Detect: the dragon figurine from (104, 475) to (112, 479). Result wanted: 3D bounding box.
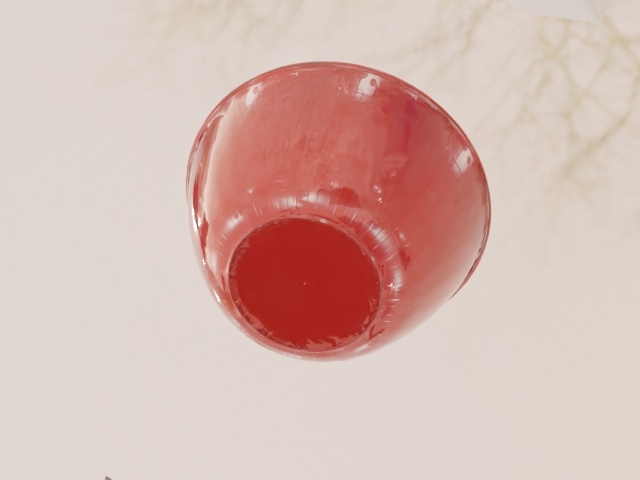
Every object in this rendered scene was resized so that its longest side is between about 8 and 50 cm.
[{"bbox_3d":[-0.151,0.307,1.811,0.144,0.289,0.085,40,-91,32],"label":"dragon figurine"}]

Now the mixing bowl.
[{"bbox_3d":[0.000,0.000,1.066,0.181,0.181,0.098,-39,-165,28],"label":"mixing bowl"}]

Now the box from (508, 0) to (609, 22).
[{"bbox_3d":[0.196,-0.288,1.614,0.091,0.170,0.130,13,-112,35],"label":"box"}]
